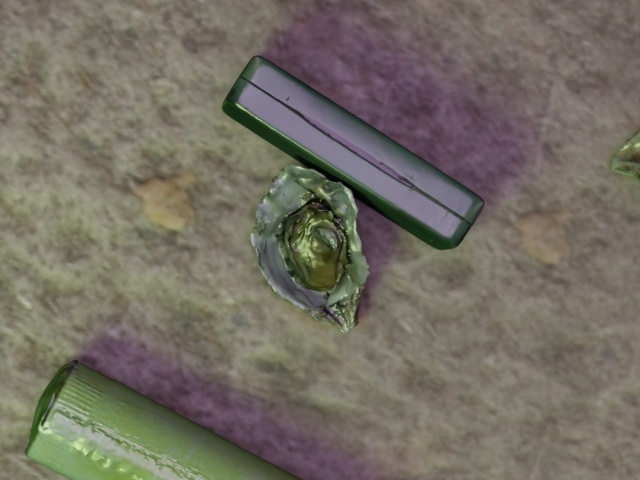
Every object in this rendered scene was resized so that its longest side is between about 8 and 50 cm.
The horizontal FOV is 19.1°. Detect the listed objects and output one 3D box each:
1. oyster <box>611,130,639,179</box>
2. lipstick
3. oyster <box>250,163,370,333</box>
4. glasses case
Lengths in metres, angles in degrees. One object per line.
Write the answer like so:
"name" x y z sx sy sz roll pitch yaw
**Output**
"oyster" 0.377 -0.057 1.298 0.351 0.158 0.162 1 47 2
"lipstick" -0.056 0.180 1.280 0.304 0.076 0.076 29 87 -4
"oyster" 0.001 0.001 1.296 0.098 0.037 0.100 30 117 4
"glasses case" 0.021 -0.058 1.286 0.184 0.078 0.039 32 86 -4
